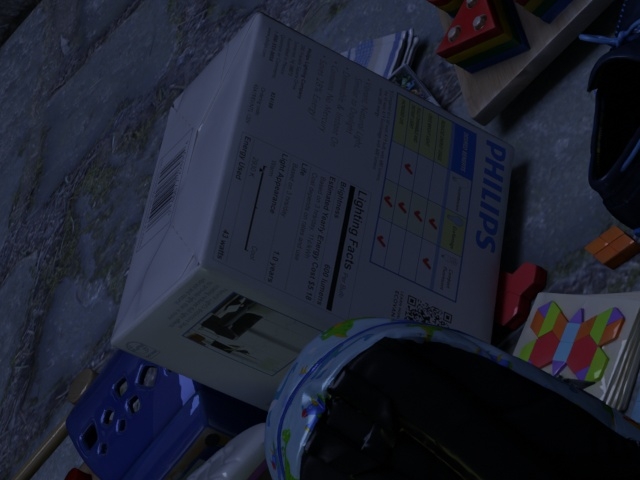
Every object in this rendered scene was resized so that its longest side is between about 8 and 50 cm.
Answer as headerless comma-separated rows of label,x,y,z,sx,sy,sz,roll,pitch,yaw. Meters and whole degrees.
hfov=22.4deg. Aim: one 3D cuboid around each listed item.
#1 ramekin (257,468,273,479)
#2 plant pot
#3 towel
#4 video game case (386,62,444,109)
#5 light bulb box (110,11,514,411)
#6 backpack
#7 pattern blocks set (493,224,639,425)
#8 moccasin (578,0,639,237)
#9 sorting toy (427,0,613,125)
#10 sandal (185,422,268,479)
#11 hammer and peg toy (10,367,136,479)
ramekin,-0.044,0.358,1.805,0.303,0.148,0.303,-39,33,33
plant pot,-0.150,0.249,2.008,0.236,0.236,0.212,-50,34,16
towel,0.031,-0.192,2.351,0.285,0.034,0.209,-9,58,58
video game case,0.079,-0.131,2.161,0.190,0.022,0.173,-41,40,9
light bulb box,0.000,0.000,1.839,0.225,0.361,0.358,-38,33,49
backpack,0.118,0.219,1.455,0.290,0.355,0.273,-59,27,1
pattern blocks set,0.262,0.115,1.674,0.325,0.026,0.285,-20,47,50
moccasin,0.349,-0.170,1.714,0.137,0.117,0.342,-33,37,40
sorting toy,0.231,-0.320,1.999,0.255,0.089,0.257,-45,34,29
sandal,-0.172,0.369,1.738,0.416,0.102,0.169,-47,9,-9
hammer and peg toy,-0.329,0.372,2.287,0.266,0.127,0.361,-48,28,22
